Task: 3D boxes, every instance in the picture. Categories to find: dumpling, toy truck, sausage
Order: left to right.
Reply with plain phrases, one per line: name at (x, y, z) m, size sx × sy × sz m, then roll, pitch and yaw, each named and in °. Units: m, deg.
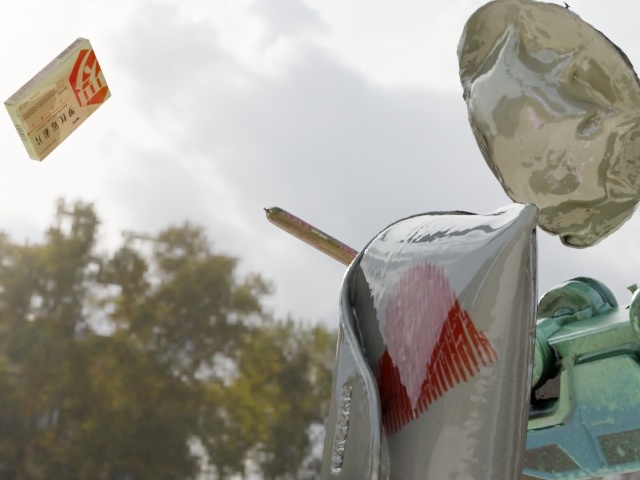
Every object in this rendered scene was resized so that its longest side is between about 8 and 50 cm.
sausage at (0.000, 0.000, 1.080) m, size 0.100 × 0.015 × 0.015 m, roll 30°, pitch -29°, yaw -13°
dumpling at (0.217, -0.118, 1.326) m, size 0.172 × 0.247 × 0.142 m, roll -34°, pitch -5°, yaw 34°
toy truck at (0.264, 0.103, 1.214) m, size 0.279 × 0.156 × 0.155 m, roll -18°, pitch 4°, yaw 41°

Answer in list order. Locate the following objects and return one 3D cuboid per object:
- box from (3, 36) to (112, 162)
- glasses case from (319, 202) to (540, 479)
box at (-0.208, -0.113, 1.151) m, size 0.015 × 0.093 × 0.058 m, roll 15°, pitch -41°, yaw 35°
glasses case at (0.045, 0.121, 0.688) m, size 0.083 × 0.308 × 0.128 m, roll 10°, pitch -12°, yaw -12°
